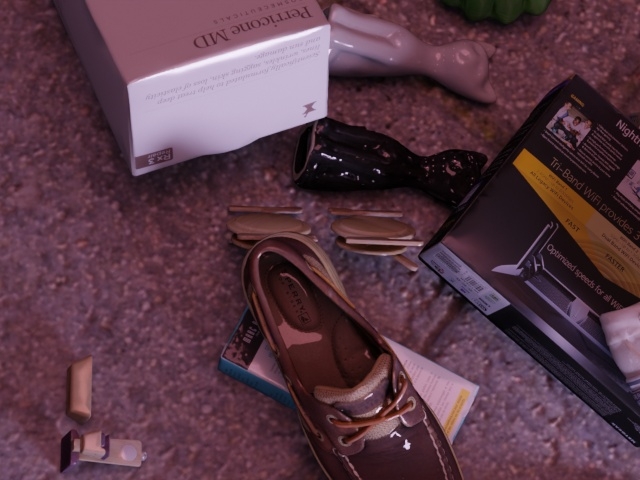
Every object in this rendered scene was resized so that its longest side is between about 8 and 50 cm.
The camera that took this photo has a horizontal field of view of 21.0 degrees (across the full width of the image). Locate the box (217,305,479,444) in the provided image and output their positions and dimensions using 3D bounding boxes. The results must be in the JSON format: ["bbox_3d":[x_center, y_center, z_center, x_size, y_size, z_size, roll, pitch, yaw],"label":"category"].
[{"bbox_3d":[0.027,0.138,1.735,0.244,0.060,0.101,28,71,2],"label":"box"}]

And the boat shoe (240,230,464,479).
[{"bbox_3d":[0.029,0.145,1.628,0.123,0.123,0.342,-28,89,0],"label":"boat shoe"}]

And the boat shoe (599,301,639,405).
[{"bbox_3d":[0.430,0.015,1.712,0.367,0.136,0.156,-29,85,-10],"label":"boat shoe"}]

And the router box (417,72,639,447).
[{"bbox_3d":[0.293,0.021,1.775,0.309,0.081,0.243,41,71,-3],"label":"router box"}]

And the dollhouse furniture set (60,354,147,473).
[{"bbox_3d":[-0.202,0.166,1.692,0.081,0.091,0.114,7,67,-21],"label":"dollhouse furniture set"}]

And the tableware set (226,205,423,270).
[{"bbox_3d":[0.000,0.000,1.762,0.194,0.128,0.039,2,105,-8],"label":"tableware set"}]

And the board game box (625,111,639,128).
[{"bbox_3d":[0.404,-0.101,1.843,0.154,0.103,0.026,18,92,-2],"label":"board game box"}]

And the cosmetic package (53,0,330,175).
[{"bbox_3d":[-0.159,-0.273,1.747,0.217,0.156,0.385,-20,57,-16],"label":"cosmetic package"}]

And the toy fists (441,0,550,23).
[{"bbox_3d":[0.136,-0.336,1.892,0.279,0.096,0.142,25,71,0],"label":"toy fists"}]

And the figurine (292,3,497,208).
[{"bbox_3d":[0.089,-0.140,1.832,0.209,0.092,0.215,12,70,-13],"label":"figurine"}]
